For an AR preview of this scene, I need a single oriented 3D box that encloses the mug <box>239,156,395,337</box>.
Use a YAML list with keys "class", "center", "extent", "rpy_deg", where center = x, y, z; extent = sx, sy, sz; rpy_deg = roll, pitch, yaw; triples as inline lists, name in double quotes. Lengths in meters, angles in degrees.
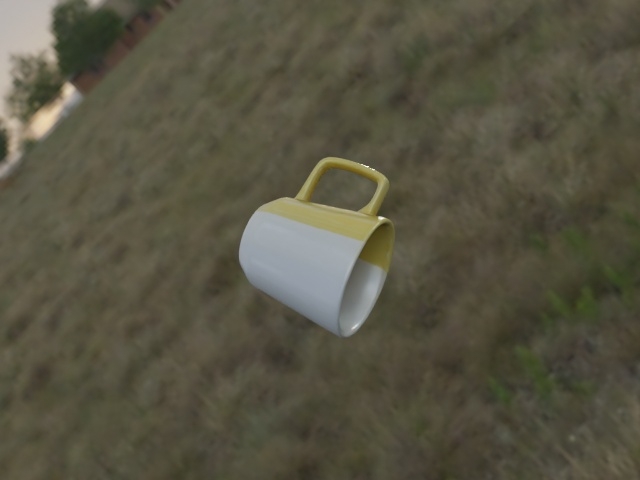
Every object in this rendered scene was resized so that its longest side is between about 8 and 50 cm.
- class: "mug"
  center: [-0.001, 0.004, 0.703]
  extent: [0.078, 0.064, 0.062]
  rpy_deg: [-52, -26, -40]
